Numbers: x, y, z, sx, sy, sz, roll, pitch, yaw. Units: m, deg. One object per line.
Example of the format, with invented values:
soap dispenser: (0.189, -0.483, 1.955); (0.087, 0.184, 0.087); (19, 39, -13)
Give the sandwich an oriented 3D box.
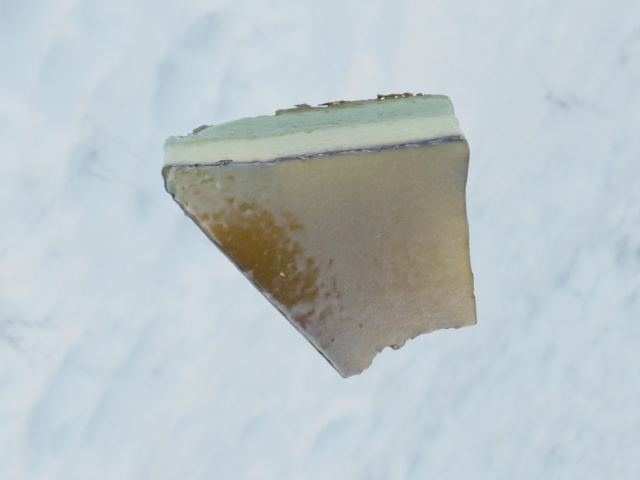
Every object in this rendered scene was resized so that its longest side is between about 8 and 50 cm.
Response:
sandwich: (0.000, 0.000, 1.356); (0.108, 0.220, 0.186); (-101, -174, -66)
